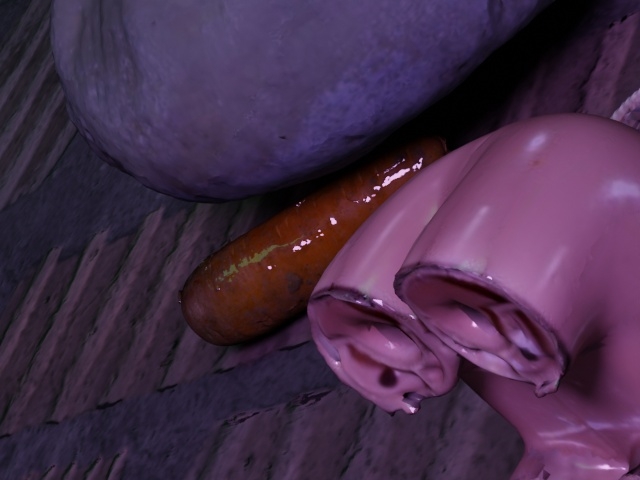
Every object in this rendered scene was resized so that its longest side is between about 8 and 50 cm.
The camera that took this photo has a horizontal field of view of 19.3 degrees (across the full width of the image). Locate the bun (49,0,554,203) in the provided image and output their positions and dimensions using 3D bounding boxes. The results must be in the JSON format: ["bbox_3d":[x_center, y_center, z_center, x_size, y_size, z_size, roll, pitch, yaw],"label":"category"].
[{"bbox_3d":[-0.006,-0.171,1.098,0.362,0.211,0.362,-37,10,8],"label":"bun"}]

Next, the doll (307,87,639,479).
[{"bbox_3d":[0.160,-0.011,0.665,0.268,0.216,0.284,-53,17,-25],"label":"doll"}]

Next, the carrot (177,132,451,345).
[{"bbox_3d":[0.000,0.000,1.069,0.186,0.060,0.060,-34,29,17],"label":"carrot"}]
